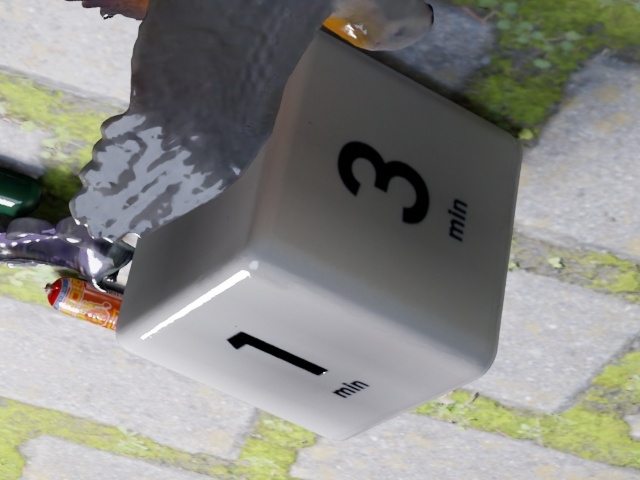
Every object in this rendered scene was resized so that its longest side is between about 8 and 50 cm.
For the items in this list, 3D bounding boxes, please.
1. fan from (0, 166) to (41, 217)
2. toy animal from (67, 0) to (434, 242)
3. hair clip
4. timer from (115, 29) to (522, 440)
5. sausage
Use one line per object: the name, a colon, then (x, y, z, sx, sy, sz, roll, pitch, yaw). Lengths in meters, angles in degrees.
fan: (-0.291, -0.051, 1.408, 0.155, 0.039, 0.082, 17, 149, -13)
toy animal: (-0.078, -0.199, 1.033, 0.302, 0.225, 0.284, -19, 129, 15)
hair clip: (-0.228, 0.015, 1.463, 0.195, 0.052, 0.124, -1, 163, 33)
timer: (0.000, 0.000, 1.244, 0.195, 0.192, 0.194, 25, 147, -24)
sausage: (-0.178, 0.061, 1.565, 0.129, 0.034, 0.034, 20, 149, -16)
